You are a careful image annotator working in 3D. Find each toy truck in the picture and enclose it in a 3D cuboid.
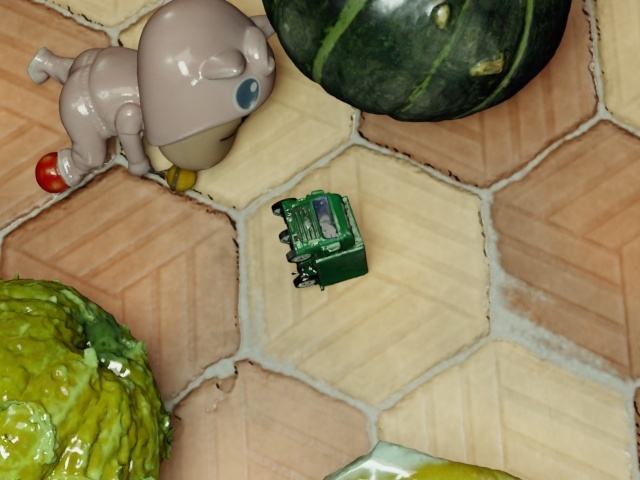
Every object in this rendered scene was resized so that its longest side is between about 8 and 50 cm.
[{"bbox_3d":[0.000,0.000,1.680,0.079,0.147,0.065,-18,73,0],"label":"toy truck"}]

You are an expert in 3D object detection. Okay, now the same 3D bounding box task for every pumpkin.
[{"bbox_3d":[0.094,-0.269,1.680,0.323,0.241,0.323,15,48,-17],"label":"pumpkin"}]

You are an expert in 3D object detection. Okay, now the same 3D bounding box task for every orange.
[{"bbox_3d":[-0.270,0.156,1.569,0.223,0.301,0.300,-40,70,12],"label":"orange"}]

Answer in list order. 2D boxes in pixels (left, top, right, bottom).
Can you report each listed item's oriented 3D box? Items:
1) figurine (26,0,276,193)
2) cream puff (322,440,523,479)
[{"bbox_3d":[-0.167,-0.148,1.752,0.287,0.186,0.176,-15,30,18],"label":"figurine"},{"bbox_3d":[0.112,0.363,1.499,0.276,0.378,0.378,-13,71,-33],"label":"cream puff"}]
